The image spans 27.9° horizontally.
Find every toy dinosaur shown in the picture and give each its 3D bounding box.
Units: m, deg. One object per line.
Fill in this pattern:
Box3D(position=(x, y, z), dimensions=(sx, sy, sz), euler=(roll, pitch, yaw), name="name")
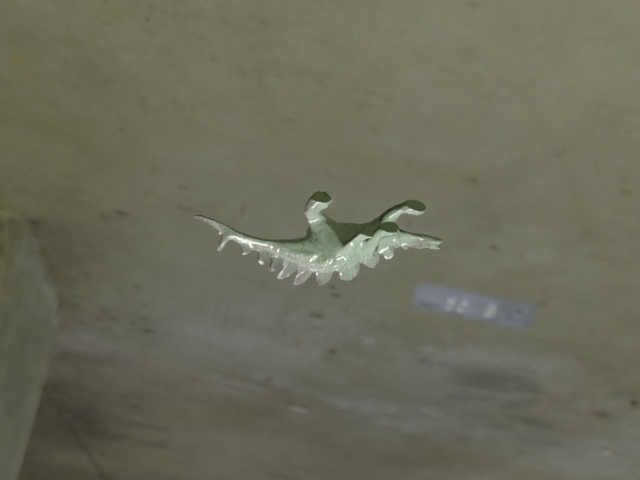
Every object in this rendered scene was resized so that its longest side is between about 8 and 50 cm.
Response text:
Box3D(position=(0.000, 0.002, 0.983), dimensions=(0.209, 0.039, 0.082), euler=(5, 140, -28), name="toy dinosaur")
